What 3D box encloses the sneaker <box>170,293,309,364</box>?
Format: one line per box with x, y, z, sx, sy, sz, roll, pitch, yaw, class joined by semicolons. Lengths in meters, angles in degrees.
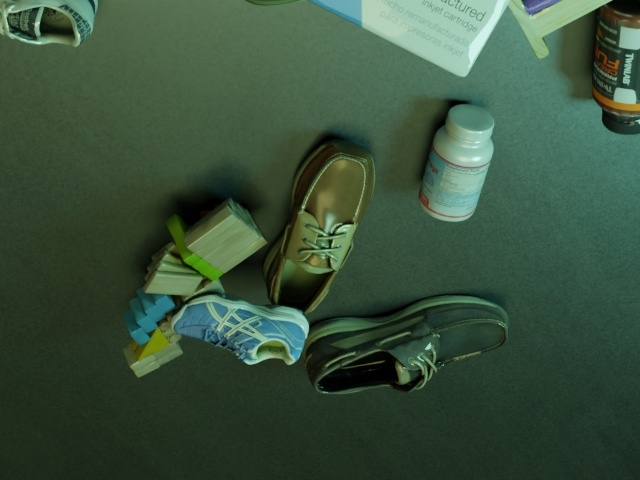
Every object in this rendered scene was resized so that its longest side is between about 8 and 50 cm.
-0.123;0.137;1.541;0.211;0.081;0.080;5;138;-1;sneaker

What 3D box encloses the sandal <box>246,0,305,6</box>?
0.037;-0.344;1.250;0.302;0.120;0.086;-6;173;-5;sandal

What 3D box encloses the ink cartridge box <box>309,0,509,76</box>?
0.113;-0.418;1.058;0.285;0.166;0.395;22;110;-21;ink cartridge box

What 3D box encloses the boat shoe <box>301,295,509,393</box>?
0.145;0.194;1.708;0.355;0.130;0.132;-13;131;10;boat shoe

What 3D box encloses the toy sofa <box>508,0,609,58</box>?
0.359;-0.387;1.179;0.362;0.150;0.177;-26;129;20;toy sofa

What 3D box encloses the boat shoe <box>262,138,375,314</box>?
0.000;0.000;1.535;0.122;0.120;0.324;12;131;-12;boat shoe

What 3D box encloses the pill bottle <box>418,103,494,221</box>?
0.197;-0.111;1.465;0.087;0.087;0.160;5;131;-7;pill bottle

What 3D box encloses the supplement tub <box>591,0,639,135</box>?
0.414;-0.237;1.347;0.106;0.106;0.198;-6;131;3;supplement tub

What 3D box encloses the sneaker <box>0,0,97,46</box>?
-0.399;-0.299;1.271;0.235;0.095;0.090;9;133;-8;sneaker

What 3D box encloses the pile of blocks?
-0.232;0.053;1.572;0.148;0.113;0.362;10;129;-43;pile of blocks
